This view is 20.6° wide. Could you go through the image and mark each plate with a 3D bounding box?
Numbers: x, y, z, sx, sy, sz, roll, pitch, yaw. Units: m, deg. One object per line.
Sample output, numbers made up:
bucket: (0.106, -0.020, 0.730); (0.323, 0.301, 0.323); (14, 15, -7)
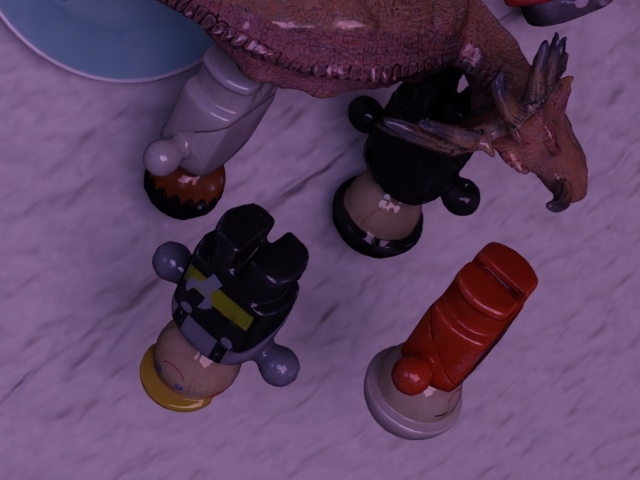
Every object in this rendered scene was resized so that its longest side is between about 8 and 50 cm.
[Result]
plate: (-0.113, -0.184, 1.007); (0.188, 0.024, 0.188); (-5, 101, -24)

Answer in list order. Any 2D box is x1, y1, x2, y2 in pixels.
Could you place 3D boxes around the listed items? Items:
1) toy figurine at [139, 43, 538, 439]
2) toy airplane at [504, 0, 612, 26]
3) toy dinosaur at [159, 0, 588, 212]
toy figurine: (0.000, 0.000, 0.995); (0.209, 0.148, 0.213); (6, 52, -22)
toy airplane: (0.312, -0.255, 1.057); (0.386, 0.272, 0.384); (24, 87, -26)
toy dinosaur: (0.017, -0.114, 0.915); (0.296, 0.127, 0.200); (0, 61, -19)
